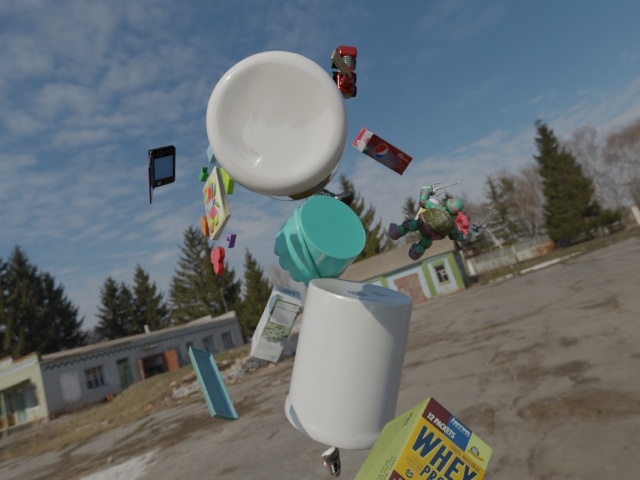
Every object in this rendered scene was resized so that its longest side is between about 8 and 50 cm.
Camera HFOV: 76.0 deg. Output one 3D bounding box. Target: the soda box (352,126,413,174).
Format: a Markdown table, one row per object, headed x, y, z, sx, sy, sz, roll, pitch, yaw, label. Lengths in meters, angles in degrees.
| x | y | z | sx | sy | sz | roll | pitch | yaw | label |
| --- | --- | --- | --- | --- | --- | --- | --- | --- | --- |
| 0.265 | -0.374 | 1.729 | 0.263 | 0.083 | 0.092 | 20 | -70 | -38 | soda box |

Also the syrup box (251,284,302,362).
| x | y | z | sx | sy | sz | roll | pitch | yaw | label |
| --- | --- | --- | --- | --- | --- | --- | --- | --- | --- |
| -0.149 | 0.279 | 1.363 | 0.093 | 0.237 | 0.096 | 19 | 19 | -15 | syrup box |

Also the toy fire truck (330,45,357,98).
| x | y | z | sx | sy | sz | roll | pitch | yaw | label |
| --- | --- | --- | --- | --- | --- | --- | --- | --- | --- |
| 0.103 | -0.788 | 1.840 | 0.158 | 0.217 | 0.246 | 2 | -9 | -9 | toy fire truck |

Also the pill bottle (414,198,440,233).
| x | y | z | sx | sy | sz | roll | pitch | yaw | label |
| --- | --- | --- | --- | --- | --- | --- | --- | --- | --- |
| 0.339 | -0.078 | 1.298 | 0.065 | 0.065 | 0.116 | -31 | 21 | 53 | pill bottle |

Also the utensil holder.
| x | y | z | sx | sy | sz | roll | pitch | yaw | label |
| --- | --- | --- | --- | --- | --- | --- | --- | --- | --- |
| 0.083 | 0.329 | 1.188 | 0.327 | 0.386 | 0.327 | 8 | 5 | -1 | utensil holder |

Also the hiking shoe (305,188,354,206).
| x | y | z | sx | sy | sz | roll | pitch | yaw | label |
| --- | --- | --- | --- | --- | --- | --- | --- | --- | --- |
| 0.025 | -0.161 | 1.581 | 0.226 | 0.114 | 0.086 | -20 | -25 | 31 | hiking shoe |

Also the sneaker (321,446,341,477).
| x | y | z | sx | sy | sz | roll | pitch | yaw | label |
| --- | --- | --- | --- | --- | --- | --- | --- | --- | --- |
| 0.046 | 0.704 | 1.301 | 0.061 | 0.065 | 0.158 | -26 | -42 | -17 | sneaker |

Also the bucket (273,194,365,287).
| x | y | z | sx | sy | sz | roll | pitch | yaw | label |
| --- | --- | --- | --- | --- | --- | --- | --- | --- | --- |
| 0.000 | 0.000 | 1.351 | 0.280 | 0.281 | 0.183 | -10 | -26 | -37 | bucket |

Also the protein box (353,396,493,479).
| x | y | z | sx | sy | sz | roll | pitch | yaw | label |
| --- | --- | --- | --- | --- | --- | --- | --- | --- | --- |
| 0.164 | 0.426 | 0.728 | 0.200 | 0.136 | 0.201 | -43 | -14 | -39 | protein box |

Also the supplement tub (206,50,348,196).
| x | y | z | sx | sy | sz | roll | pitch | yaw | label |
| --- | --- | --- | --- | --- | --- | --- | --- | --- | --- |
| -0.071 | -0.202 | 0.823 | 0.240 | 0.241 | 0.331 | -18 | 3 | 1 | supplement tub |

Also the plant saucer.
| x | y | z | sx | sy | sz | roll | pitch | yaw | label |
| --- | --- | --- | --- | --- | --- | --- | --- | --- | --- |
| -0.234 | 0.304 | 0.876 | 0.018 | 0.192 | 0.067 | -47 | -46 | 4 | plant saucer |

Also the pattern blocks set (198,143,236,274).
| x | y | z | sx | sy | sz | roll | pitch | yaw | label |
| --- | --- | --- | --- | --- | --- | --- | --- | --- | --- |
| -0.298 | -0.100 | 1.159 | 0.026 | 0.325 | 0.286 | -2 | -39 | -32 | pattern blocks set |

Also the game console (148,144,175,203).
| x | y | z | sx | sy | sz | roll | pitch | yaw | label |
| --- | --- | --- | --- | --- | --- | --- | --- | --- | --- |
| -0.486 | -0.203 | 1.259 | 0.124 | 0.085 | 0.144 | -26 | -31 | -38 | game console |

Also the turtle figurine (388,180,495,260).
| x | y | z | sx | sy | sz | roll | pitch | yaw | label |
| --- | --- | --- | --- | --- | --- | --- | --- | --- | --- |
| 0.272 | -0.049 | 0.961 | 0.118 | 0.175 | 0.234 | -22 | -14 | -43 | turtle figurine |
